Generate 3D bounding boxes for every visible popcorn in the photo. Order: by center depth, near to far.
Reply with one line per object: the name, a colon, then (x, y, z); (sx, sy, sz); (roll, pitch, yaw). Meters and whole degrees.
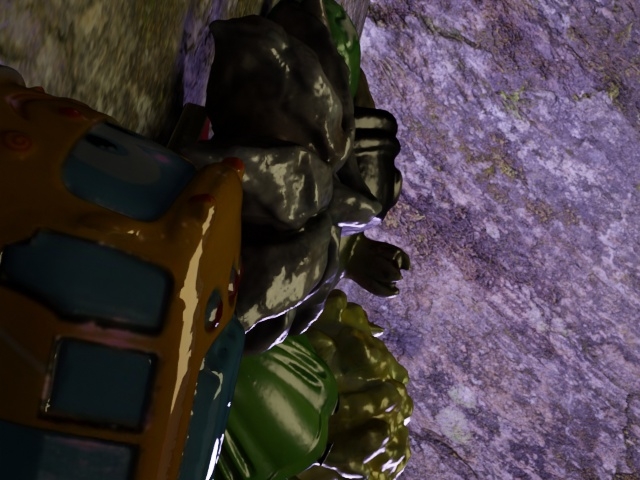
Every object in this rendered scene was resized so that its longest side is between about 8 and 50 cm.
popcorn: (-0.022, 0.208, 1.837); (0.312, 0.312, 0.312); (16, 90, -88)

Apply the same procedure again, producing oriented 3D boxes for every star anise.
star anise: (-0.026, -0.058, 1.021); (0.316, 0.139, 0.359); (-78, 168, -45)

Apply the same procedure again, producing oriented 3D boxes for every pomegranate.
pomegranate: (-0.014, 0.006, 1.576); (0.179, 0.210, 0.179); (-33, 167, -8)

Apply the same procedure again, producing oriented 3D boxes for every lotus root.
lotus root: (-0.089, 0.115, 1.181); (0.186, 0.186, 0.186); (16, 90, -88)

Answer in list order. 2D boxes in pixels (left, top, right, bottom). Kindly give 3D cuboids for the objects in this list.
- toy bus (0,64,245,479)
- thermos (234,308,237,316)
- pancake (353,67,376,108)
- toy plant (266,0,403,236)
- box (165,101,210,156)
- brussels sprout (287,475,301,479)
toy bus: (-0.100, 0.049, 0.500); (0.126, 0.136, 0.209); (-67, 171, -74)
thermos: (-0.139, 0.159, 0.646); (0.136, 0.109, 0.330); (102, 5, -63)
pancake: (0.019, -0.134, 1.688); (0.242, 0.050, 0.242); (170, -90, -67)
toy plant: (-0.007, -0.125, 1.425); (0.218, 0.175, 0.235); (127, -48, -77)
box: (-0.114, -0.028, 1.039); (0.090, 0.023, 0.133); (105, 2, -52)
brussels sprout: (-0.073, 0.401, 1.544); (0.276, 0.315, 0.371); (-56, 168, -18)
